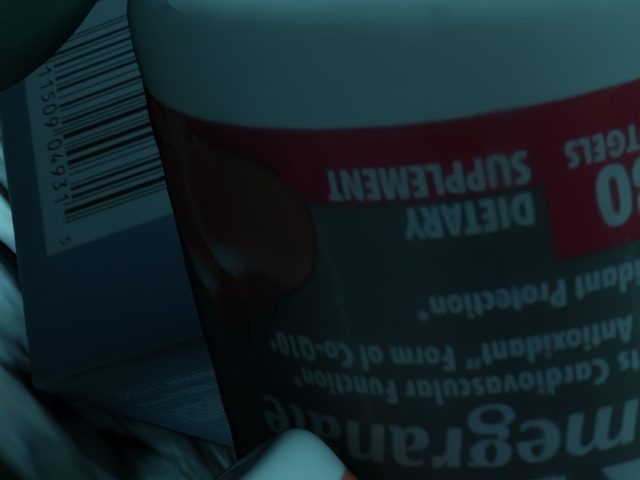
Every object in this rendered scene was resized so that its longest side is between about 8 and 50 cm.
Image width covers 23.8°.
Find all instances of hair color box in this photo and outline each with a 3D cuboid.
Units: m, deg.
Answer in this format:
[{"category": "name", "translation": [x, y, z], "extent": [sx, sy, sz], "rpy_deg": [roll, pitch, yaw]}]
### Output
[{"category": "hair color box", "translation": [0.000, 0.000, 0.709], "extent": [0.374, 0.114, 0.185], "rpy_deg": [34, 42, -64]}]

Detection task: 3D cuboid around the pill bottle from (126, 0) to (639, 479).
[{"category": "pill bottle", "translation": [0.064, 0.056, 0.447], "extent": [0.176, 0.176, 0.318], "rpy_deg": [-113, -170, -66]}]

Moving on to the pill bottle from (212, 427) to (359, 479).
[{"category": "pill bottle", "translation": [0.018, 0.147, 0.339], "extent": [0.193, 0.108, 0.108], "rpy_deg": [50, 8, 1]}]

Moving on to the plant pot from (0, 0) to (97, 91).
[{"category": "plant pot", "translation": [-0.143, -0.139, 0.387], "extent": [0.290, 0.290, 0.195], "rpy_deg": [-120, -157, -54]}]
